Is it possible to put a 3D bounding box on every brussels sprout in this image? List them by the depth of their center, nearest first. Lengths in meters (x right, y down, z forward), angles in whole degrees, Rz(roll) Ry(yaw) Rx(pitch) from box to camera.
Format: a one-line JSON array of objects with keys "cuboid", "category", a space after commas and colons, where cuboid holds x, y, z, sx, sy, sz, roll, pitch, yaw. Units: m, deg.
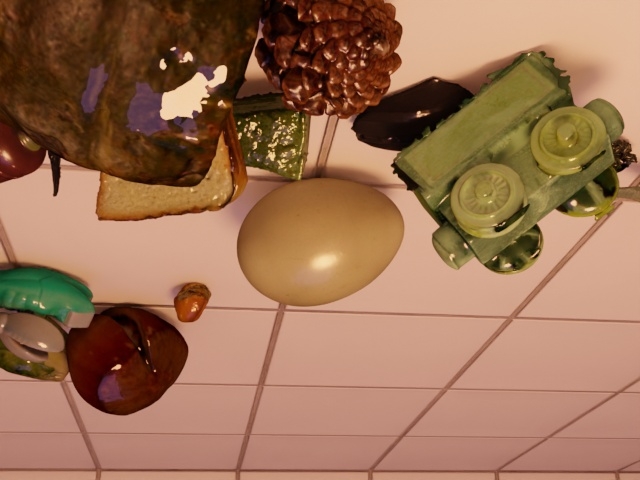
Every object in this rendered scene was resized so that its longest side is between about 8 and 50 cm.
[{"cuboid": [-0.586, 0.213, 1.610, 0.183, 0.131, 0.145, 15, 147, 9], "category": "brussels sprout"}]

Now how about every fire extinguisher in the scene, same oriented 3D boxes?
[{"cuboid": [-0.442, -0.100, 1.037, 0.344, 0.138, 0.102, -12, 175, 20], "category": "fire extinguisher"}]

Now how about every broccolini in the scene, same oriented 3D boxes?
[{"cuboid": [0.437, -0.090, 1.223, 0.042, 0.044, 0.218, -18, 157, -1], "category": "broccolini"}]

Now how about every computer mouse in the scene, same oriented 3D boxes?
[{"cuboid": [0.123, -0.153, 1.050, 0.172, 0.057, 0.099, -14, 152, 16], "category": "computer mouse"}]

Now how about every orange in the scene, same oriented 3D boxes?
[{"cuboid": [-0.248, 0.119, 1.525, 0.062, 0.086, 0.086, 27, 148, -3], "category": "orange"}]

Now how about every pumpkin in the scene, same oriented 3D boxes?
[{"cuboid": [-0.163, -0.207, 0.720, 0.225, 0.303, 0.256, 12, 177, -11], "category": "pumpkin"}]

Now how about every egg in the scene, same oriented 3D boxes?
[{"cuboid": [0.000, 0.000, 1.193, 0.254, 0.188, 0.188, -13, 150, 8], "category": "egg"}]

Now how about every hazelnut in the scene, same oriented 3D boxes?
[{"cuboid": [-0.392, 0.235, 1.614, 0.217, 0.217, 0.251, -26, 167, 37], "category": "hazelnut"}]

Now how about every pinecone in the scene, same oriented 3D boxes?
[{"cuboid": [0.004, -0.208, 0.854, 0.174, 0.173, 0.173, -1, 152, -1], "category": "pinecone"}]

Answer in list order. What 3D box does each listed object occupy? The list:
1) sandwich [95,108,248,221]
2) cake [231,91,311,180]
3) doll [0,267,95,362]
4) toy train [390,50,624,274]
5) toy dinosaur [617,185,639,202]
[{"cuboid": [-0.185, -0.135, 0.923, 0.186, 0.214, 0.065, -8, -168, 6], "category": "sandwich"}, {"cuboid": [-0.126, -0.126, 1.010, 0.235, 0.100, 0.099, -4, 113, 5], "category": "cake"}, {"cuboid": [-0.544, 0.109, 1.443, 0.258, 0.195, 0.153, 28, 111, -3], "category": "doll"}, {"cuboid": [0.234, -0.087, 0.984, 0.272, 0.188, 0.159, -39, 145, 3], "category": "toy train"}, {"cuboid": [0.537, -0.073, 1.161, 0.393, 0.092, 0.205, -13, 163, -6], "category": "toy dinosaur"}]
